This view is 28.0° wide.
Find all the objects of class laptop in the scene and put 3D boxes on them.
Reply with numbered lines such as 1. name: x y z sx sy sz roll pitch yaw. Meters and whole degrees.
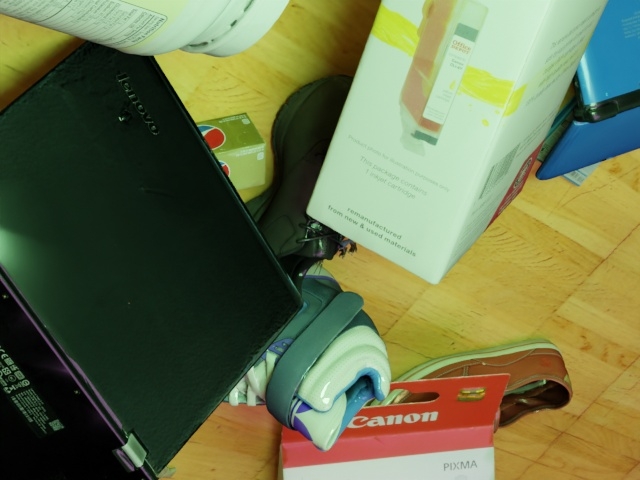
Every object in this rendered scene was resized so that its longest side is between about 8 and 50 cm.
1. laptop: -0.290 0.056 1.288 0.408 0.236 0.382 -23 116 16

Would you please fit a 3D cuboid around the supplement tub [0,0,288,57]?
1. supplement tub: -0.191 -0.284 1.026 0.325 0.235 0.235 12 121 -38

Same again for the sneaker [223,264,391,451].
1. sneaker: -0.078 0.159 1.491 0.323 0.236 0.130 -17 135 -17

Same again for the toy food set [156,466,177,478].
1. toy food set: -0.254 0.311 1.688 0.078 0.019 0.122 -45 144 13

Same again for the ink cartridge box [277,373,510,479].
1. ink cartridge box: 0.096 0.337 1.786 0.308 0.091 0.385 -4 140 -9

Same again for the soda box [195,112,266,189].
1. soda box: -0.152 -0.080 1.360 0.181 0.061 0.058 -14 135 -19

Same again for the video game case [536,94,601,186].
1. video game case: 0.351 -0.152 1.627 0.119 0.015 0.166 26 113 -42

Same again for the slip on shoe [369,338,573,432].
1. slip on shoe: 0.214 0.229 1.830 0.331 0.101 0.123 -12 135 -19

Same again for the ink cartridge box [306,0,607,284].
1. ink cartridge box: 0.162 -0.192 1.281 0.279 0.160 0.384 -39 154 -55

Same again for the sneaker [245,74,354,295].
1. sneaker: -0.007 -0.049 1.426 0.109 0.130 0.286 4 125 -32

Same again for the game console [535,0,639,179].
1. game console: 0.392 -0.226 1.557 0.293 0.173 0.250 -19 101 -20

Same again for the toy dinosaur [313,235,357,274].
1. toy dinosaur: 0.000 0.000 1.556 0.082 0.047 0.090 23 78 -29
